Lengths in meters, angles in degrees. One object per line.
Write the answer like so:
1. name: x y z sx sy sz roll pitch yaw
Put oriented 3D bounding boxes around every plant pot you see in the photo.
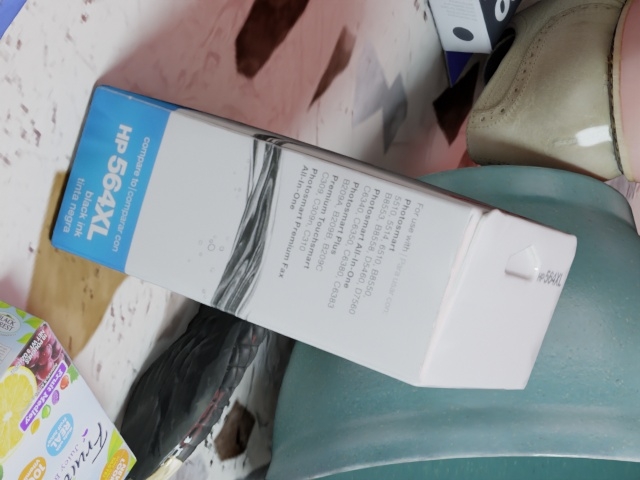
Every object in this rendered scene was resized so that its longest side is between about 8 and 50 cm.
1. plant pot: 0.112 0.073 1.022 0.293 0.293 0.196 45 42 -62

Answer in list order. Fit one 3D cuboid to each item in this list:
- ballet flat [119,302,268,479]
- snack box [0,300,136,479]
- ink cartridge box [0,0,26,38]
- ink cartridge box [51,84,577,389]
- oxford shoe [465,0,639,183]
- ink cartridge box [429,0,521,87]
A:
1. ballet flat: -0.054 0.065 0.899 0.173 0.057 0.049 -59 139 -24
2. snack box: -0.146 0.106 0.779 0.100 0.037 0.141 -56 151 -24
3. ink cartridge box: -0.205 -0.045 0.445 0.311 0.065 0.186 -25 161 -52
4. ink cartridge box: 0.000 0.000 0.794 0.148 0.203 0.085 11 99 -63
5. oxford shoe: 0.188 -0.144 1.156 0.397 0.147 0.140 -52 135 -66
6. ink cartridge box: 0.130 -0.228 1.060 0.206 0.045 0.208 -59 154 -20
